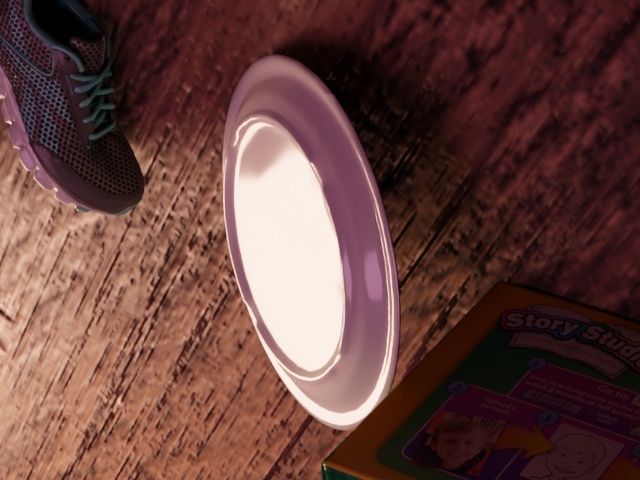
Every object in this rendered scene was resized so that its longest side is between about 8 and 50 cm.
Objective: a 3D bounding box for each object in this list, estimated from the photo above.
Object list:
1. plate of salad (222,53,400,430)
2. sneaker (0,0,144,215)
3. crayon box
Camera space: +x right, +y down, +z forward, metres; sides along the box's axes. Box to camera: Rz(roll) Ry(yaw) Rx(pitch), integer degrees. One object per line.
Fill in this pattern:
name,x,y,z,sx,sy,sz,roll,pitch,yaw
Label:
plate of salad,0.000,0.000,1.029,0.200,0.048,0.200,40,137,54
sneaker,-0.142,-0.089,1.102,0.076,0.065,0.166,-19,109,43
crayon box,0.160,0.127,0.926,0.278,0.165,0.081,18,131,31
